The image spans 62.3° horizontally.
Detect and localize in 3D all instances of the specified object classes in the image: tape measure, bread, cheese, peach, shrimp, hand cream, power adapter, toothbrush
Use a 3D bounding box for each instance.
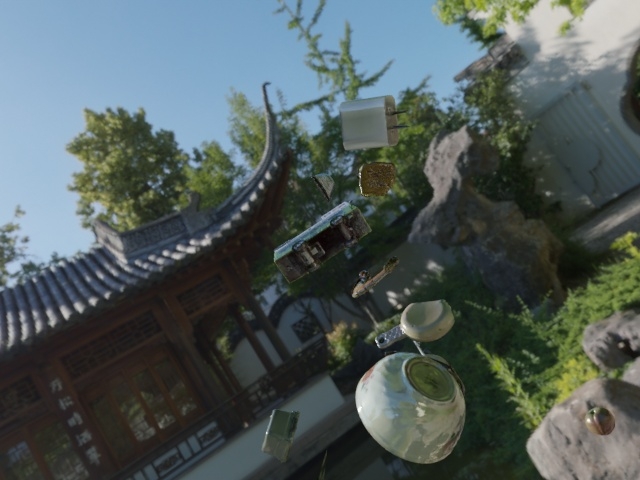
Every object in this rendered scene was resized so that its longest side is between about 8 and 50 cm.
[{"bbox_3d":[0.377,0.492,1.895,0.231,0.271,0.133,-21,-28,7],"label":"tape measure"},{"bbox_3d":[0.204,-0.220,1.924,0.140,0.128,0.069,-4,-3,-3],"label":"bread"},{"bbox_3d":[0.197,0.176,1.122,0.171,0.047,0.092,-16,38,21],"label":"cheese"},{"bbox_3d":[0.823,0.533,1.556,0.083,0.083,0.083,-32,-9,-6],"label":"peach"},{"bbox_3d":[0.147,0.085,1.395,0.148,0.035,0.195,-43,3,17],"label":"shrimp"},{"bbox_3d":[0.017,-0.221,2.131,0.061,0.120,0.270,-31,7,10],"label":"hand cream"},{"bbox_3d":[0.211,-0.442,1.985,0.255,0.187,0.124,0,15,29],"label":"power adapter"},{"bbox_3d":[0.364,0.415,1.686,0.024,0.288,0.026,1,-43,-34],"label":"toothbrush"}]

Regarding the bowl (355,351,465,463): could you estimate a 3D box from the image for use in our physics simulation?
[{"bbox_3d":[0.237,0.378,1.288,0.277,0.277,0.145,-23,-36,-48],"label":"bowl"}]

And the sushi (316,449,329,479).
[{"bbox_3d":[0.011,1.032,1.972,0.373,0.100,0.296,-61,-20,-52],"label":"sushi"}]

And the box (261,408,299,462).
[{"bbox_3d":[-0.135,0.644,1.765,0.124,0.093,0.172,-72,-1,-48],"label":"box"}]

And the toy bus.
[{"bbox_3d":[0.000,0.000,1.641,0.301,0.113,0.139,-33,19,0],"label":"toy bus"}]
